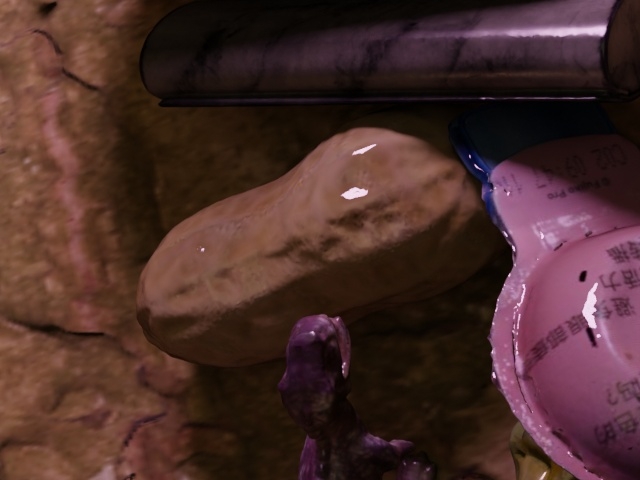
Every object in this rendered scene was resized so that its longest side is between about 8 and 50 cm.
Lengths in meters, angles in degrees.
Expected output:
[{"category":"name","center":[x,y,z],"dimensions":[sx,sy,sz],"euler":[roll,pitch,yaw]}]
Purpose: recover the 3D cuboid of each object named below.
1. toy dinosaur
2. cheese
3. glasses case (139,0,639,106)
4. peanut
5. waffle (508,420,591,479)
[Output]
[{"category":"toy dinosaur","center":[-0.006,0.171,0.847],"dimensions":[0.072,0.200,0.251],"euler":[18,86,18]},{"category":"cheese","center":[0.165,0.028,0.801],"dimensions":[0.189,0.074,0.286],"euler":[-17,58,-18]},{"category":"glasses case","center":[0.045,-0.115,0.896],"dimensions":[0.299,0.114,0.060],"euler":[3,115,30]},{"category":"peanut","center":[0.000,0.000,0.910],"dimensions":[0.257,0.123,0.123],"euler":[-24,75,13]},{"category":"waffle","center":[0.246,0.159,0.826],"dimensions":[0.297,0.073,0.317],"euler":[-8,72,13]}]
